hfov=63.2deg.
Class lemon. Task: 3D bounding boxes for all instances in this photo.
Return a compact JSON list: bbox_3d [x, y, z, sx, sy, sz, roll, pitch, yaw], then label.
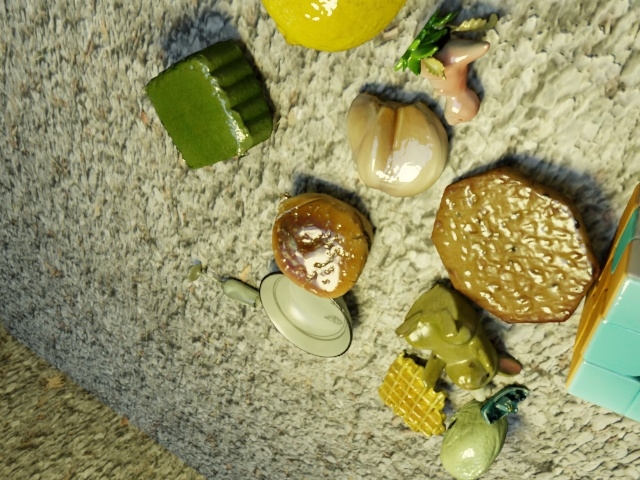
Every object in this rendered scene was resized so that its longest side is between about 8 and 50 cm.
[{"bbox_3d":[0.022,-0.457,0.850,0.268,0.268,0.321,50,138,-8],"label":"lemon"}]

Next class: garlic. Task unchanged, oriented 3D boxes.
[{"bbox_3d":[0.153,-0.178,1.080,0.217,0.110,0.228,12,129,23],"label":"garlic"}]

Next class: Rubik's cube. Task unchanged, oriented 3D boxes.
[{"bbox_3d":[0.612,0.121,0.851,0.290,0.291,0.292,21,133,21],"label":"Rubik's cube"}]

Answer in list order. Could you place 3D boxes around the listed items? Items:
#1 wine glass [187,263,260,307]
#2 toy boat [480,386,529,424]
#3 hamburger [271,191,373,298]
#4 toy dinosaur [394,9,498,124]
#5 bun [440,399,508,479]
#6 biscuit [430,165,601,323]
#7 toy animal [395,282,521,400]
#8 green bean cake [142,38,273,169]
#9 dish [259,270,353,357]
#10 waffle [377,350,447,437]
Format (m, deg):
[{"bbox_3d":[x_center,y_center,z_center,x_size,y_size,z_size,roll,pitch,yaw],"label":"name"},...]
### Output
[{"bbox_3d":[-0.303,0.150,1.685,0.262,0.074,0.074,22,133,19],"label":"wine glass"},{"bbox_3d":[0.462,0.409,1.297,0.061,0.137,0.060,14,127,65],"label":"toy boat"},{"bbox_3d":[0.000,0.000,1.278,0.243,0.146,0.286,-27,87,24],"label":"hamburger"},{"bbox_3d":[0.229,-0.293,0.916,0.177,0.152,0.194,35,143,-4],"label":"toy dinosaur"},{"bbox_3d":[0.392,0.515,1.365,0.108,0.221,0.221,41,136,1],"label":"bun"},{"bbox_3d":[0.384,0.019,1.063,0.359,0.046,0.359,32,138,33],"label":"biscuit"},{"bbox_3d":[0.347,0.281,1.243,0.181,0.180,0.363,-24,109,39],"label":"toy animal"},{"bbox_3d":[-0.254,-0.314,1.225,0.249,0.156,0.247,-11,115,40],"label":"green bean cake"},{"bbox_3d":[-0.025,0.186,1.490,0.316,0.106,0.317,21,134,24],"label":"dish"},{"bbox_3d":[0.273,0.444,1.459,0.219,0.057,0.229,45,141,28],"label":"waffle"}]
